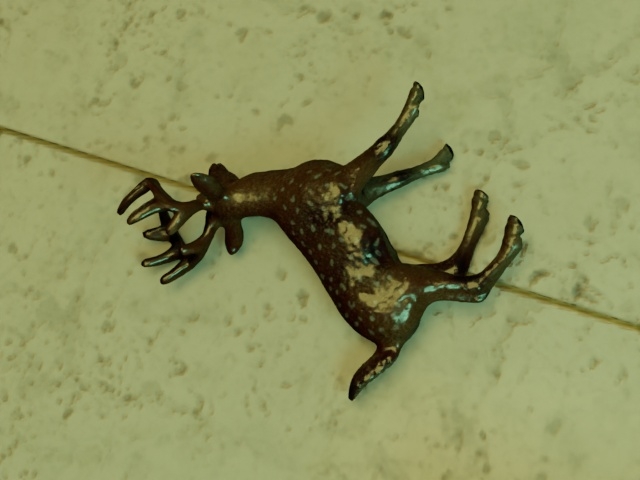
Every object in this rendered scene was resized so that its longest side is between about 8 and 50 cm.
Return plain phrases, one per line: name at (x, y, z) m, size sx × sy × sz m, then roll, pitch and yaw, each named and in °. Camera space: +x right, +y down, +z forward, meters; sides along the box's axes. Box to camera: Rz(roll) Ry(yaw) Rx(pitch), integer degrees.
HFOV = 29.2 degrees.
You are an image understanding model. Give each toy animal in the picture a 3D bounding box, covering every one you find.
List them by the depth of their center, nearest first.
toy animal at (-0.004, -0.009, 0.942) m, size 0.260 × 0.087 × 0.243 m, roll -33°, pitch 63°, yaw -4°
